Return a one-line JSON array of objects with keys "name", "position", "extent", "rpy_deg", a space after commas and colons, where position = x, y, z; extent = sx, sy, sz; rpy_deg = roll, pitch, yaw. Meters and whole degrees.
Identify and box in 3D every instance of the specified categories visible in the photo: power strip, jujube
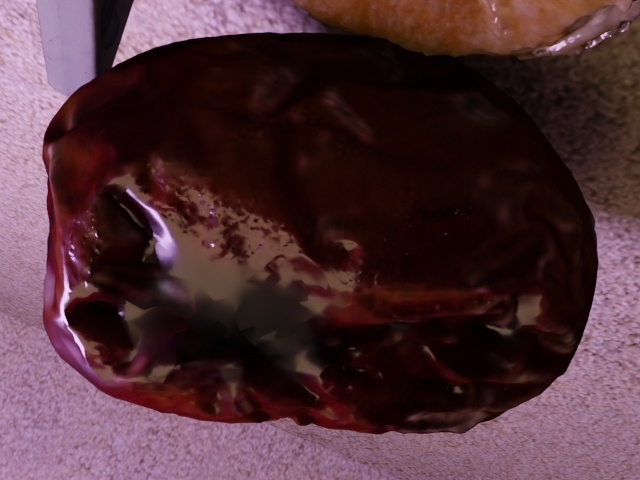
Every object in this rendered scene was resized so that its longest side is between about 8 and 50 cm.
[{"name": "power strip", "position": [-0.142, -0.188, 0.650], "extent": [0.046, 0.118, 0.270], "rpy_deg": [13, 159, -7]}, {"name": "jujube", "position": [0.001, -0.001, 0.723], "extent": [0.376, 0.277, 0.276], "rpy_deg": [0, 166, -21]}]

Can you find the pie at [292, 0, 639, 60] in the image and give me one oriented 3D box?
[{"name": "pie", "position": [0.047, -0.199, 0.490], "extent": [0.339, 0.083, 0.339], "rpy_deg": [19, 161, 7]}]
